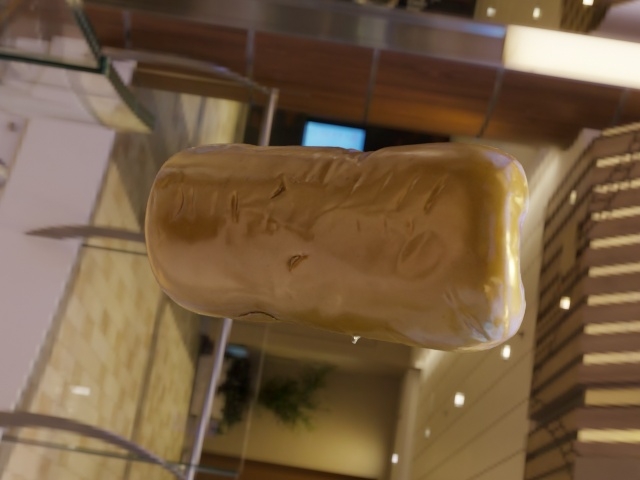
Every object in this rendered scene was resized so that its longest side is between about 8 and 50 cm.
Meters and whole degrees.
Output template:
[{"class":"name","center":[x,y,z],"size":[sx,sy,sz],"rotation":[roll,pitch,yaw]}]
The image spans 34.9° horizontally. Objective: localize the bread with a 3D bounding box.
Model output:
[{"class":"bread","center":[0.000,0.000,0.728],"size":[0.091,0.305,0.142],"rotation":[3,90,-59]}]
